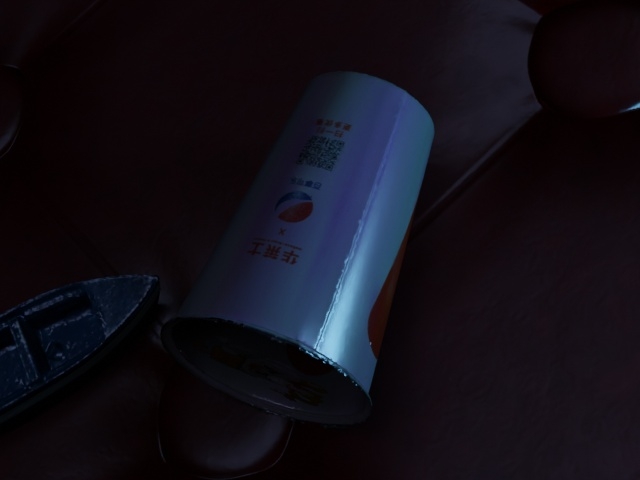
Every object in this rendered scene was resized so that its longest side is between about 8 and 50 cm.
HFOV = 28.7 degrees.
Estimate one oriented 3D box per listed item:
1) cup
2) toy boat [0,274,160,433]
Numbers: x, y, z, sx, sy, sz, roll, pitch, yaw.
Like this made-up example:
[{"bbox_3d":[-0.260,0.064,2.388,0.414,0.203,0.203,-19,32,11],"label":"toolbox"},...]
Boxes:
[{"bbox_3d":[0.000,0.000,1.139,0.203,0.203,0.288,10,63,22],"label":"cup"},{"bbox_3d":[-0.280,0.117,1.232,0.299,0.062,0.096,-30,59,4],"label":"toy boat"}]
